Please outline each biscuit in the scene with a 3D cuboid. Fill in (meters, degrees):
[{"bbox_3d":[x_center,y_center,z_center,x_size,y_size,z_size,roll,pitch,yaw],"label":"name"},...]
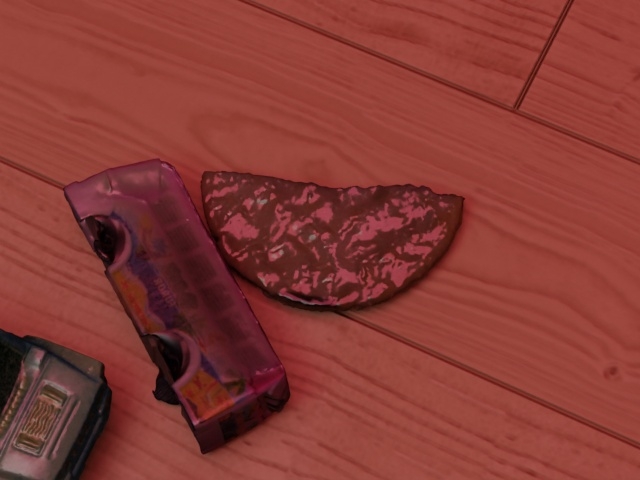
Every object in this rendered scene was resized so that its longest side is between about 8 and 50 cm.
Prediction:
[{"bbox_3d":[0.003,0.003,1.833,0.250,0.032,0.133,5,70,8],"label":"biscuit"}]

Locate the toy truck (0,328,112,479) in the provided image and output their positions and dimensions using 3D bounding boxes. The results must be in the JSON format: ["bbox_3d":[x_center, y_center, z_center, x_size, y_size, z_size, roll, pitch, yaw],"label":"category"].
[{"bbox_3d":[-0.329,0.132,1.757,0.279,0.156,0.155,21,73,15],"label":"toy truck"}]

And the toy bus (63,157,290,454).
[{"bbox_3d":[-0.133,0.053,1.800,0.112,0.090,0.274,-27,68,-8],"label":"toy bus"}]
